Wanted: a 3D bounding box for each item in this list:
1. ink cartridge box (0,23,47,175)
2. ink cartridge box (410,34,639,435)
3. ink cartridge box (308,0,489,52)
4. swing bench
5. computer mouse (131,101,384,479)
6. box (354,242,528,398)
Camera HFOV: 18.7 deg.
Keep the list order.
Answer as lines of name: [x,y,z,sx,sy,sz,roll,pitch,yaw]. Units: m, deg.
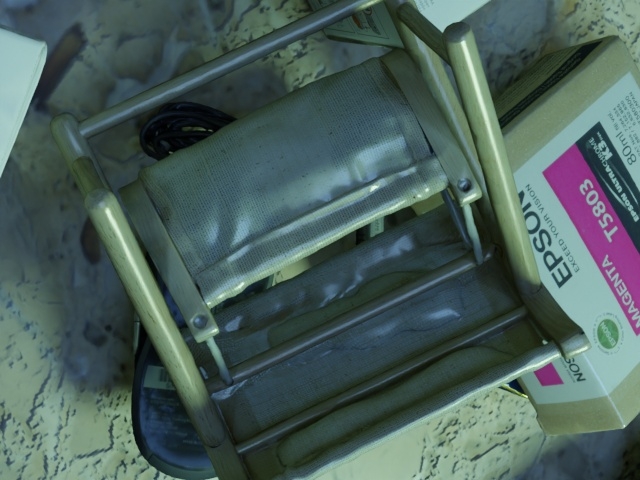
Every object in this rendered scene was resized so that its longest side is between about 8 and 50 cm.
ink cartridge box: [-0.342,-0.113,1.101,0.306,0.226,0.131,21,89,-29]
ink cartridge box: [0.196,-0.003,1.449,0.193,0.088,0.235,-42,107,-33]
ink cartridge box: [0.071,-0.332,1.339,0.272,0.130,0.309,-35,114,-18]
swing bench: [0.000,0.000,1.248,0.253,0.165,0.255,-25,117,-4]
computer mouse: [-0.047,0.037,1.381,0.184,0.060,0.262,2,88,-18]
box: [0.094,0.062,1.464,0.169,0.059,0.054,26,85,-30]
